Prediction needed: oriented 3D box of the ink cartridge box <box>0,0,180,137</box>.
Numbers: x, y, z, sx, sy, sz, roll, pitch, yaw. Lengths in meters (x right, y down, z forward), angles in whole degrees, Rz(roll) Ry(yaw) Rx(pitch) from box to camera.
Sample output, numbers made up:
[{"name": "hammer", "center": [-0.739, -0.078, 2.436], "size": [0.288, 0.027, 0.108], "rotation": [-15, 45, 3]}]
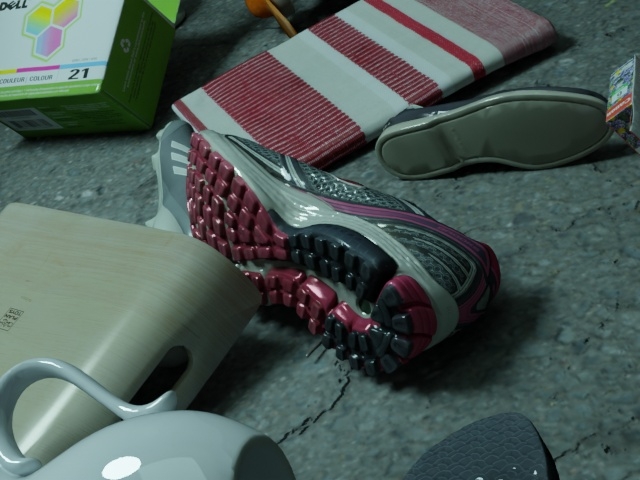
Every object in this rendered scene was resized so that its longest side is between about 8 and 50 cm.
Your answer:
[{"name": "ink cartridge box", "center": [-0.256, -0.249, 1.411], "size": [0.189, 0.097, 0.255], "rotation": [-1, 69, 30]}]

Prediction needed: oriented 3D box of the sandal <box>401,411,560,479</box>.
[{"name": "sandal", "center": [0.082, 0.200, 0.666], "size": [0.097, 0.054, 0.254], "rotation": [-16, 40, 23]}]

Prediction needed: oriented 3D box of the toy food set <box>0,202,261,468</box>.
[{"name": "toy food set", "center": [-0.214, 0.090, 0.993], "size": [0.306, 0.092, 0.220], "rotation": [9, 54, 42]}]

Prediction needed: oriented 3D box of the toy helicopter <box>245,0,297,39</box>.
[{"name": "toy helicopter", "center": [-0.024, -0.322, 1.507], "size": [0.235, 0.140, 0.355], "rotation": [-46, 27, -21]}]

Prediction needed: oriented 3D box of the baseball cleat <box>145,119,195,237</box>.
[{"name": "baseball cleat", "center": [-0.098, -0.040, 1.141], "size": [0.109, 0.072, 0.206], "rotation": [-10, 41, 6]}]

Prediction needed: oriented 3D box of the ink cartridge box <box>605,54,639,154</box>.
[{"name": "ink cartridge box", "center": [0.250, -0.088, 0.991], "size": [0.029, 0.063, 0.115], "rotation": [-39, 19, 35]}]

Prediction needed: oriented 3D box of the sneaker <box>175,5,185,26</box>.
[{"name": "sneaker", "center": [-0.344, -0.276, 1.579], "size": [0.330, 0.146, 0.122], "rotation": [-26, 32, -6]}]

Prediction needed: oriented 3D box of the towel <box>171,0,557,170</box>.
[{"name": "towel", "center": [0.036, -0.161, 1.270], "size": [0.329, 0.037, 0.237], "rotation": [-29, 34, -10]}]

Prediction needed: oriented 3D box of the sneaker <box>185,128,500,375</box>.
[{"name": "sneaker", "center": [0.000, 0.000, 0.968], "size": [0.112, 0.121, 0.299], "rotation": [-22, 40, -34]}]

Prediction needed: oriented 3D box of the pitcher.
[{"name": "pitcher", "center": [-0.121, 0.145, 0.769], "size": [0.207, 0.125, 0.178], "rotation": [-12, 66, 24]}]

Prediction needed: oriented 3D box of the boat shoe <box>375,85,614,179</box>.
[{"name": "boat shoe", "center": [0.145, -0.101, 1.069], "size": [0.206, 0.075, 0.065], "rotation": [-8, 36, 30]}]
